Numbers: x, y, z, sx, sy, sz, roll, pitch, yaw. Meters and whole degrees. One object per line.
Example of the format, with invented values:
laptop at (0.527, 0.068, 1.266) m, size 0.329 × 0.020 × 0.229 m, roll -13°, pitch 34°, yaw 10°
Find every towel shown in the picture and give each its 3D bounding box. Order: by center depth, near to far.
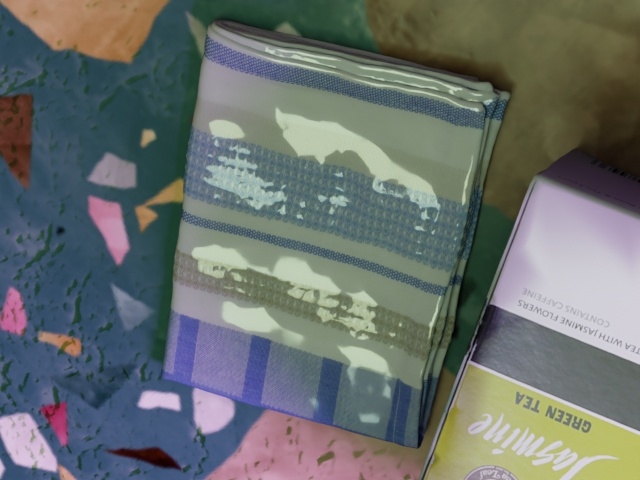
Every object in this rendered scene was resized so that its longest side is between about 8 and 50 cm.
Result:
towel at (0.000, 0.000, 1.140) m, size 0.209 × 0.034 × 0.285 m, roll 15°, pitch 115°, yaw 10°

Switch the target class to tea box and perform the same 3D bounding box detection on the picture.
tea box at (0.236, 0.155, 0.991) m, size 0.329 × 0.220 × 0.323 m, roll 22°, pitch 101°, yaw 11°
